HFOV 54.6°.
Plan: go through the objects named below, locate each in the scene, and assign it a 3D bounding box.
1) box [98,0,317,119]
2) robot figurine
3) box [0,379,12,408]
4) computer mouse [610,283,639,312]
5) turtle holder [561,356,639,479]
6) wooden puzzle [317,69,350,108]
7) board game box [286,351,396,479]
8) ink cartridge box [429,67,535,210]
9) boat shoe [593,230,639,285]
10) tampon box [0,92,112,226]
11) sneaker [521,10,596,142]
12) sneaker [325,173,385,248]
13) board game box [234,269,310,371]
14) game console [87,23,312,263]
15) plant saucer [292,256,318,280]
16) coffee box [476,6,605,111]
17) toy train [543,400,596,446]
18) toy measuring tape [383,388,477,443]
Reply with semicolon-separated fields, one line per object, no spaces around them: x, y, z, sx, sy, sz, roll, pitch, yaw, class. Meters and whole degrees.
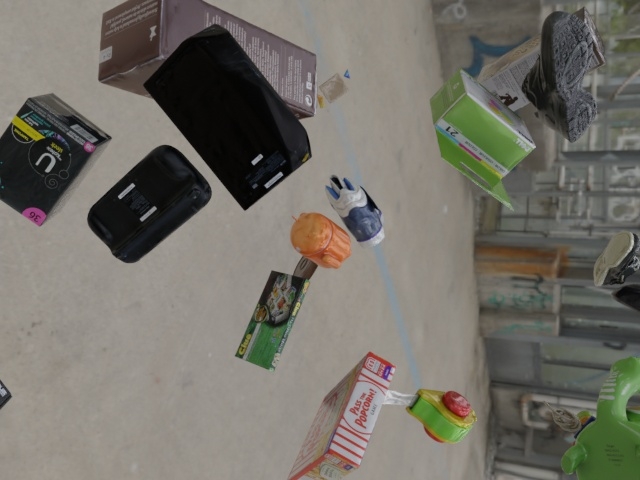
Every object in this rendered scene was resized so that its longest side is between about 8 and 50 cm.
-0.199;-0.327;1.176;0.381;0.191;0.143;6;83;-50;box
-0.001;-0.001;1.719;0.219;0.128;0.158;34;60;-52;robot figurine
-0.651;0.256;1.070;0.180;0.077;0.147;62;16;-16;box
0.850;0.173;1.519;0.188;0.272;0.072;17;103;-42;computer mouse
0.611;0.414;1.185;0.227;0.320;0.243;-15;147;-32;turtle holder
0.036;-0.428;1.747;0.078;0.116;0.014;57;3;-45;wooden puzzle
0.026;0.255;0.843;0.147;0.045;0.193;-61;-179;-38;board game box
0.317;-0.197;1.191;0.188;0.097;0.255;33;31;-18;ink cartridge box
0.731;0.046;1.501;0.233;0.079;0.084;77;23;-62;boat shoe
-0.430;-0.128;0.970;0.161;0.120;0.101;-51;-167;11;tampon box
0.440;-0.310;1.185;0.109;0.130;0.286;-41;138;-12;sneaker
0.102;-0.128;1.990;0.236;0.130;0.323;59;7;-19;sneaker
-0.130;0.213;1.683;0.030;0.136;0.260;39;70;-49;board game box
-0.198;-0.102;0.851;0.213;0.361;0.044;52;25;-6;game console
-0.046;0.083;2.049;0.029;0.168;0.168;32;52;-14;plant saucer
0.567;-0.454;1.606;0.119;0.297;0.168;53;36;-16;coffee box
0.597;0.415;1.386;0.105;0.248;0.143;-54;170;9;toy train
0.243;0.393;1.387;0.330;0.121;0.121;16;76;-36;toy measuring tape
